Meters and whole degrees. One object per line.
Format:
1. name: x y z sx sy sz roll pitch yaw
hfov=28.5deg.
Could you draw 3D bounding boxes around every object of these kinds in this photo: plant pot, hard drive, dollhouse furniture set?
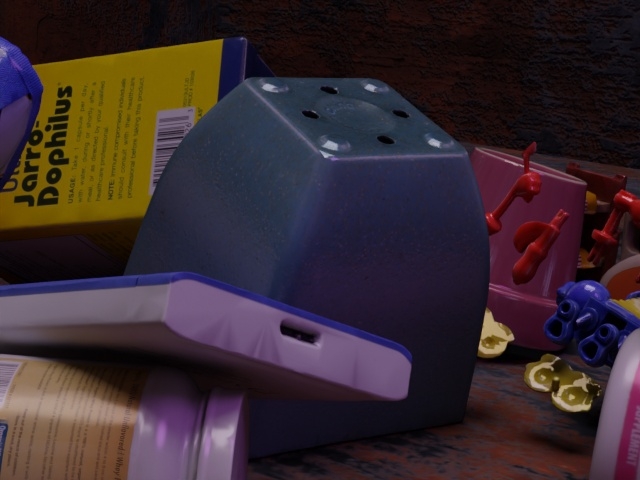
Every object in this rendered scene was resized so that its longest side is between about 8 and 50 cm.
1. plant pot: 0.000 0.000 1.083 0.248 0.252 0.247 -4 35 -33
2. hard drive: -0.127 0.071 0.859 0.319 0.040 0.210 -6 -20 43
3. plant pot: 0.202 0.002 1.374 0.201 0.180 0.201 17 9 -3
4. dollhouse furniture set: 0.349 0.006 1.558 0.201 0.152 0.374 -3 14 -30

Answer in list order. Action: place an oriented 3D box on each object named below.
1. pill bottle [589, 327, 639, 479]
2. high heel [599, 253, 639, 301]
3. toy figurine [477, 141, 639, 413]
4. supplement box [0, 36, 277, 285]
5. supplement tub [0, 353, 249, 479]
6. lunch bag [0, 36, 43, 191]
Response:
1. pill bottle: 0.330 0.156 0.813 0.283 0.160 0.160 9 13 24
2. high heel: 0.453 0.105 1.285 0.181 0.127 0.377 15 7 -30
3. toy figurine: 0.315 0.079 1.107 0.363 0.191 0.217 33 12 40
4. supplement box: -0.209 -0.071 1.348 0.357 0.195 0.194 -4 -21 20
5. supplement tub: -0.149 0.144 0.764 0.200 0.144 0.144 4 12 2
6. lunch bag: -0.470 -0.055 1.127 0.386 0.238 0.328 -5 29 41
